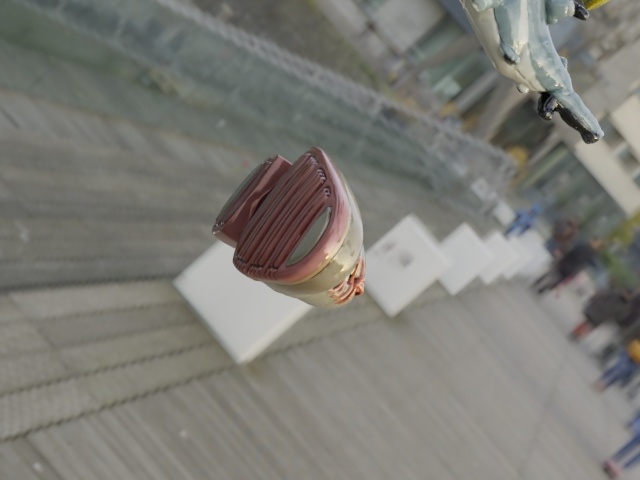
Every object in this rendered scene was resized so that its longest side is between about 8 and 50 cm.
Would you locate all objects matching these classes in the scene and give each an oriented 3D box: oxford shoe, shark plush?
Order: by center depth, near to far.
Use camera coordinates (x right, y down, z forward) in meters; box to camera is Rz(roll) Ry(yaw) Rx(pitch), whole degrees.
[{"bbox_3d":[0.131,-0.130,0.922,0.161,0.067,0.073,61,3,-1],"label":"shark plush"},{"bbox_3d":[0.000,0.000,1.333,0.130,0.123,0.348,39,1,-13],"label":"oxford shoe"}]

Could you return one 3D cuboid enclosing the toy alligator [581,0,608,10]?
[{"bbox_3d":[0.257,-0.250,1.357,0.190,0.051,0.056,-29,-95,58],"label":"toy alligator"}]
